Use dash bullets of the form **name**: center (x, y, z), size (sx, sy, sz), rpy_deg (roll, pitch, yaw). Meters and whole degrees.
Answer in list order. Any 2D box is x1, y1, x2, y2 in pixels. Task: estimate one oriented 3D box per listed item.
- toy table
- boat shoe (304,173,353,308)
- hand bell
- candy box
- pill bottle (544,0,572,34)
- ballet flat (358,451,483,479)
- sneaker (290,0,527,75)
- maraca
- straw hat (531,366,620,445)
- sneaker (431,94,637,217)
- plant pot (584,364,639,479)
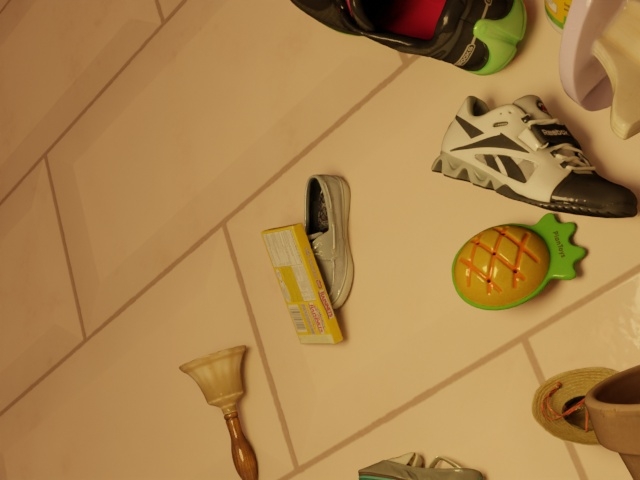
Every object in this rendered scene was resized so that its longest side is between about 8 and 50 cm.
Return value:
- **toy table**: center (0.408, -0.231, 1.235), size (0.252, 0.274, 0.161), rpy_deg (-36, 57, -8)
- **boat shoe**: center (0.001, -0.001, 1.694), size (0.079, 0.081, 0.227), rpy_deg (-9, 77, 43)
- **hand bell**: center (-0.154, 0.319, 1.800), size (0.126, 0.126, 0.242), rpy_deg (-27, 78, 39)
- **candy box**: center (-0.032, 0.074, 1.681), size (0.105, 0.027, 0.205), rpy_deg (-9, 102, 54)
- **pill bottle**: center (0.354, -0.380, 1.281), size (0.136, 0.245, 0.136), rpy_deg (-5, 55, 7)
- **ballet flat**: center (0.151, 0.350, 1.511), size (0.213, 0.072, 0.068), rpy_deg (2, 57, 44)
- **sneaker**: center (0.099, -0.396, 1.579), size (0.483, 0.202, 0.185), rpy_deg (26, 101, 44)
- **maraca**: center (0.272, 0.029, 1.417), size (0.186, 0.099, 0.127), rpy_deg (-21, 63, 14)
- **straw hat**: center (0.351, 0.233, 1.322), size (0.144, 0.144, 0.061), rpy_deg (27, 143, 44)
- **sneaker**: center (0.295, -0.123, 1.396), size (0.331, 0.122, 0.146), rpy_deg (25, 103, 43)
- **plant pot**: center (0.447, 0.251, 1.123), size (0.263, 0.263, 0.229), rpy_deg (-15, 91, 42)
